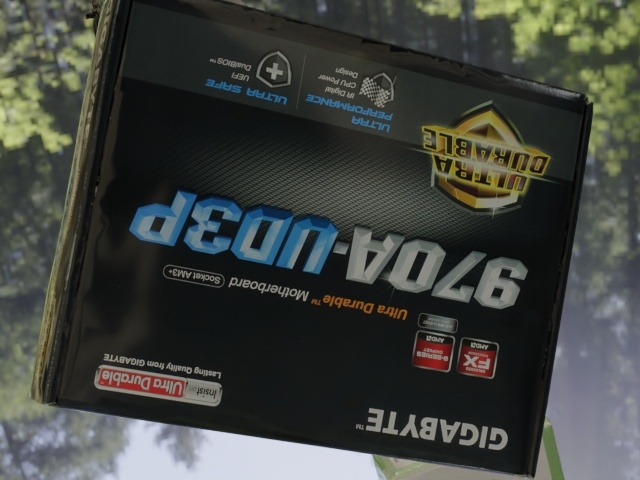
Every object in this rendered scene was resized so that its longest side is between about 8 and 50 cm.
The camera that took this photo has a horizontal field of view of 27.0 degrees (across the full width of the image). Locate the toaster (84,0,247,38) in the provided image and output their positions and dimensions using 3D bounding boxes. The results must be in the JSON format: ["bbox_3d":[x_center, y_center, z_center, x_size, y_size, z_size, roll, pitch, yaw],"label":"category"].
[{"bbox_3d":[-0.105,-0.103,1.024,0.110,0.168,0.185,-13,-154,-13],"label":"toaster"}]

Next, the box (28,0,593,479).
[{"bbox_3d":[0.000,0.000,0.574,0.220,0.175,0.051,12,175,-20],"label":"box"}]

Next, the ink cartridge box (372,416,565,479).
[{"bbox_3d":[0.062,0.226,0.920,0.235,0.171,0.056,-18,-159,-7],"label":"ink cartridge box"}]
